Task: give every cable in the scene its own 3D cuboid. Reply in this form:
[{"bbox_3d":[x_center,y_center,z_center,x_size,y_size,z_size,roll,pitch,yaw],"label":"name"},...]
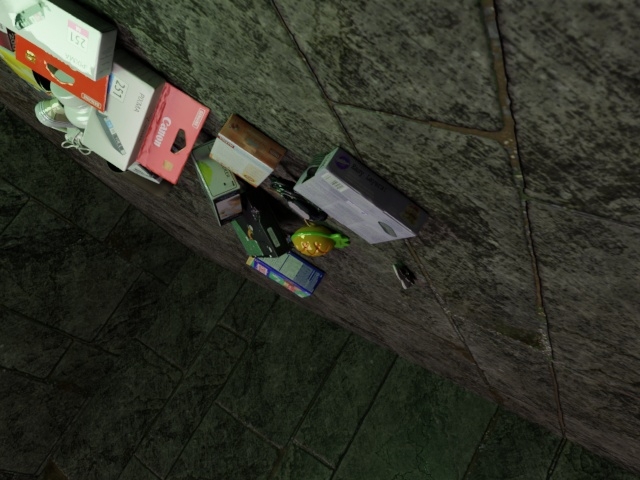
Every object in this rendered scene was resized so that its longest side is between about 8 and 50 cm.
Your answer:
[{"bbox_3d":[-0.054,-0.118,1.385,0.184,0.047,0.150,37,-158,3],"label":"cable"}]

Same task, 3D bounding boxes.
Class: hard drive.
[{"bbox_3d":[-0.230,-0.054,1.840,0.236,0.064,0.339,63,158,-9],"label":"hard drive"}]

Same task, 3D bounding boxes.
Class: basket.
[{"bbox_3d":[-0.675,-0.274,2.045,0.204,0.154,0.227,41,178,36],"label":"basket"}]

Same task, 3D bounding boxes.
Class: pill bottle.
[{"bbox_3d":[-0.619,-0.366,1.544,0.176,0.176,0.318,26,165,23],"label":"pill bottle"}]

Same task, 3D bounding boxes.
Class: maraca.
[{"bbox_3d":[0.000,0.000,1.679,0.186,0.099,0.127,2,162,9],"label":"maraca"}]

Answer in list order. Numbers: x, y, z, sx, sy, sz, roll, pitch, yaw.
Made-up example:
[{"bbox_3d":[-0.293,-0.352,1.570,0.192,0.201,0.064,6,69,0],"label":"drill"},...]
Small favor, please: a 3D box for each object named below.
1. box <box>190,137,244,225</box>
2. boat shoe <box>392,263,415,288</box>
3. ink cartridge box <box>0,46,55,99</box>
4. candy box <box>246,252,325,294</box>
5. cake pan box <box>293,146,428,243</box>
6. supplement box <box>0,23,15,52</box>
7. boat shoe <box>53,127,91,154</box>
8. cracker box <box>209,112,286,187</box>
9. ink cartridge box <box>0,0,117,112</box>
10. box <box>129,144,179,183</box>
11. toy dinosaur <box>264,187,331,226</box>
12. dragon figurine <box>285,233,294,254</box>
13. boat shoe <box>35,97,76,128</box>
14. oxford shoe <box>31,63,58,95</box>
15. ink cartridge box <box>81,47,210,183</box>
[{"bbox_3d":[-0.306,-0.167,1.603,0.169,0.087,0.290,64,169,8],"label":"box"},{"bbox_3d":[0.253,0.105,1.615,0.125,0.038,0.046,53,-163,-44],"label":"boat shoe"},{"bbox_3d":[-0.913,-0.535,1.815,0.307,0.072,0.303,32,165,7],"label":"ink cartridge box"},{"bbox_3d":[-0.164,0.122,2.379,0.317,0.122,0.268,34,166,-4],"label":"candy box"},{"bbox_3d":[0.080,-0.094,1.237,0.267,0.070,0.246,34,164,-12],"label":"cake pan box"},{"bbox_3d":[-0.889,-0.613,1.397,0.240,0.073,0.130,29,143,5],"label":"supplement box"},{"bbox_3d":[-0.951,-0.418,2.105,0.367,0.156,0.136,28,166,16],"label":"boat shoe"},{"bbox_3d":[-0.192,-0.223,1.364,0.156,0.067,0.232,34,167,-12],"label":"cracker box"},{"bbox_3d":[-0.619,-0.452,1.241,0.275,0.060,0.238,32,130,2],"label":"ink cartridge box"},{"bbox_3d":[-0.632,-0.317,1.810,0.247,0.142,0.163,24,164,29],"label":"box"},{"bbox_3d":[-0.046,-0.104,1.517,0.212,0.064,0.112,16,143,20],"label":"toy dinosaur"},{"bbox_3d":[-0.179,0.006,2.086,0.144,0.085,0.289,34,164,-10],"label":"dragon figurine"},{"bbox_3d":[-0.725,-0.396,1.641,0.094,0.302,0.109,-14,100,22],"label":"boat shoe"},{"bbox_3d":[-0.777,-0.475,1.548,0.123,0.130,0.348,13,168,-8],"label":"oxford shoe"},{"bbox_3d":[-0.457,-0.293,1.373,0.261,0.066,0.296,33,131,-7],"label":"ink cartridge box"}]
